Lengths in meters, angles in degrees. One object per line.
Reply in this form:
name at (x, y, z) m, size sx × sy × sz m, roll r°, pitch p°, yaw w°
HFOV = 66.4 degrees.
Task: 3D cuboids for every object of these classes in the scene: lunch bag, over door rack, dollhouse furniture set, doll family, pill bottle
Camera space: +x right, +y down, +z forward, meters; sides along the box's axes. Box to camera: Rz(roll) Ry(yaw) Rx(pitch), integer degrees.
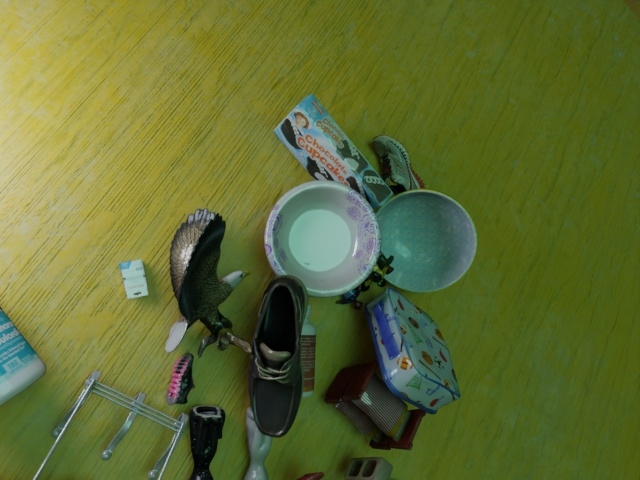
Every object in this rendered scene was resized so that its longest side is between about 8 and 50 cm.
lunch bag at (0.222, 0.269, 1.243) m, size 0.243 × 0.115 × 0.303 m, roll 33°, pitch 26°, yaw -33°
over door rack at (-0.426, 0.448, 0.959) m, size 0.239 × 0.108 × 0.324 m, roll 33°, pitch 35°, yaw -17°
dollhouse furniture set at (0.080, 0.498, 1.155) m, size 0.201 × 0.152 × 0.374 m, roll 46°, pitch 50°, yaw -12°
doll family at (0.117, 0.104, 1.316) m, size 0.193 × 0.076 × 0.111 m, roll -38°, pitch 96°, yaw 18°
pill bottle at (-0.071, 0.266, 1.192) m, size 0.121 × 0.121 × 0.216 m, roll 7°, pitch 79°, yaw -23°
pill bottle at (-0.660, 0.190, 0.922) m, size 0.146 × 0.146 × 0.264 m, roll -37°, pitch 98°, yaw -25°

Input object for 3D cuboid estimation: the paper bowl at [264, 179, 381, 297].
paper bowl at (0.000, 0.000, 1.229) m, size 0.284 × 0.148 × 0.284 m, roll 1°, pitch 86°, yaw -8°

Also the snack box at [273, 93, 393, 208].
snack box at (0.028, -0.207, 1.274) m, size 0.322 × 0.187 × 0.060 m, roll 49°, pitch 66°, yaw -10°

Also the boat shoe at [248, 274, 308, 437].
boat shoe at (-0.103, 0.250, 1.065) m, size 0.132 × 0.130 × 0.356 m, roll 1°, pitch 83°, yaw 7°

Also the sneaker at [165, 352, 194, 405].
sneaker at (-0.311, 0.320, 1.124) m, size 0.057 × 0.047 × 0.119 m, roll 29°, pitch 70°, yaw -41°

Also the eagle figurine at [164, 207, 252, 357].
eagle figurine at (-0.258, 0.091, 1.091) m, size 0.225 × 0.226 × 0.298 m, roll -49°, pitch 125°, yaw -59°

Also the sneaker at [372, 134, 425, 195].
sneaker at (0.216, -0.203, 1.415) m, size 0.092 × 0.088 × 0.225 m, roll -36°, pitch 97°, yaw -23°

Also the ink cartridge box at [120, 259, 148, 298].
ink cartridge box at (-0.423, 0.089, 1.111) m, size 0.048 × 0.028 × 0.083 m, roll -11°, pitch 86°, yaw -25°

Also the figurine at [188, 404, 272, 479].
figurine at (-0.201, 0.495, 1.125) m, size 0.214 × 0.092 × 0.210 m, roll 8°, pitch 87°, yaw -24°

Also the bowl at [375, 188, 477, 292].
bowl at (0.282, -0.016, 1.361) m, size 0.289 × 0.289 × 0.156 m, roll 55°, pitch 22°, yaw -7°
